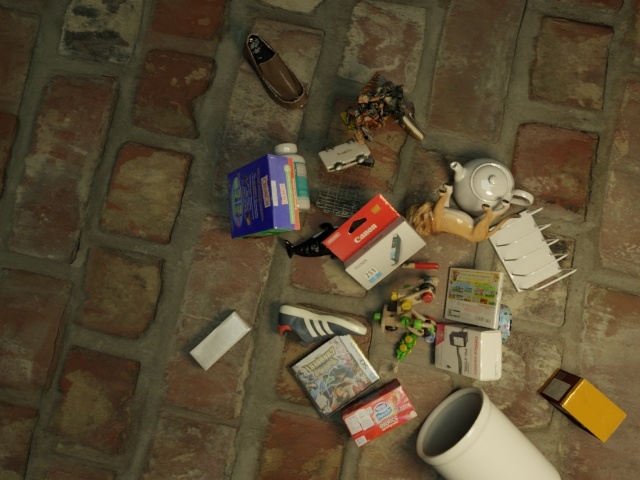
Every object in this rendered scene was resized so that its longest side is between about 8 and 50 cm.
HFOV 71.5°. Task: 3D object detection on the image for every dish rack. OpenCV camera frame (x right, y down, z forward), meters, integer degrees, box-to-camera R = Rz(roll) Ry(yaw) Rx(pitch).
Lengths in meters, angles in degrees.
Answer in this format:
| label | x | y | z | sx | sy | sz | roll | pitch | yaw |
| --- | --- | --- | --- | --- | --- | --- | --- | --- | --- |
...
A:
| label | x | y | z | sx | sy | sz | roll | pitch | yaw |
| --- | --- | --- | --- | --- | --- | --- | --- | --- | --- |
| dish rack | 0.097 | -0.231 | 1.795 | 0.208 | 0.074 | 0.271 | 13 | 88 | 3 |

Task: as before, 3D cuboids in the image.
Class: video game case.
| label | x | y | z | sx | sy | sz | roll | pitch | yaw |
| --- | --- | --- | --- | --- | --- | --- | --- | --- | --- |
| video game case | 0.059 | 0.524 | 1.756 | 0.275 | 0.035 | 0.248 | -35 | 86 | -1 |
| video game case | 0.579 | 0.213 | 1.688 | 0.026 | 0.227 | 0.206 | 10 | 85 | -34 |

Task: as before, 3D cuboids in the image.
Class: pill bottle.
| label | x | y | z | sx | sy | sz | roll | pitch | yaw |
| --- | --- | --- | --- | --- | --- | --- | --- | --- | --- |
| pill bottle | -0.125 | -0.244 | 1.761 | 0.146 | 0.146 | 0.264 | -7 | 85 | 1 |

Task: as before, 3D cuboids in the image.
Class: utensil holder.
| label | x | y | z | sx | sy | sz | roll | pitch | yaw |
| --- | --- | --- | --- | --- | --- | --- | --- | --- | --- |
| utensil holder | 0.595 | 0.778 | 1.588 | 0.385 | 0.327 | 0.327 | 44 | 88 | 1 |

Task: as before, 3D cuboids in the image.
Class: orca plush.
| label | x | y | z | sx | sy | sz | roll | pitch | yaw |
| --- | --- | --- | --- | --- | --- | --- | --- | --- | --- |
| orca plush | 0.000 | 0.000 | 1.762 | 0.287 | 0.102 | 0.151 | -1 | 86 | 1 |

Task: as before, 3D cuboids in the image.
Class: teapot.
| label | x | y | z | sx | sy | sz | roll | pitch | yaw |
| --- | --- | --- | --- | --- | --- | --- | --- | --- | --- |
| teapot | 0.648 | -0.211 | 1.720 | 0.256 | 0.187 | 0.252 | -20 | 86 | -1 |

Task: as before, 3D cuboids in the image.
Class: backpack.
| label | x | y | z | sx | sy | sz | roll | pitch | yaw |
| --- | --- | --- | --- | --- | --- | --- | --- | --- | --- |
| backpack | 0.651 | 0.309 | 1.689 | 0.117 | 0.173 | 0.158 | 9 | 87 | 2 |

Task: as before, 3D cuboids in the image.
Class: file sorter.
| label | x | y | z | sx | sy | sz | roll | pitch | yaw |
| --- | --- | --- | --- | --- | --- | --- | --- | --- | --- |
| file sorter | 0.809 | 0.037 | 1.706 | 0.193 | 0.173 | 0.277 | -27 | 86 | 0 |

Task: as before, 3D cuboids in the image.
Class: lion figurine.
| label | x | y | z | sx | sy | sz | roll | pitch | yaw |
| --- | --- | --- | --- | --- | --- | --- | --- | --- | --- |
| lion figurine | 0.518 | -0.073 | 1.679 | 0.392 | 0.142 | 0.240 | 23 | 128 | 16 |

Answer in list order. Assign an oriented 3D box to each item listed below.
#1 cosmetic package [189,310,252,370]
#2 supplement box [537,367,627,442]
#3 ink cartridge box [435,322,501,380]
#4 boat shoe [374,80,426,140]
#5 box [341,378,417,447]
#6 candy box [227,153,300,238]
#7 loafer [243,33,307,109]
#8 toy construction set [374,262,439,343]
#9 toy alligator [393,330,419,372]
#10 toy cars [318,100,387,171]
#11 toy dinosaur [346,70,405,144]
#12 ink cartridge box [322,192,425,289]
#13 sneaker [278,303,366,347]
| label | x | y | z | sx | sy | sz | roll | pitch | yaw |
| --- | --- | --- | --- | --- | --- | --- | --- | --- | --- |
| cosmetic package | -0.392 | 0.395 | 1.763 | 0.239 | 0.060 | 0.099 | -42 | 84 | -2 |
| supplement box | 0.962 | 0.603 | 1.649 | 0.191 | 0.194 | 0.129 | 41 | 88 | 4 |
| ink cartridge box | 0.541 | 0.405 | 1.645 | 0.100 | 0.237 | 0.171 | 4 | 85 | -27 |
| boat shoe | 0.336 | -0.528 | 1.794 | 0.092 | 0.103 | 0.285 | -40 | 80 | 3 |
| box | 0.221 | 0.655 | 1.699 | 0.257 | 0.122 | 0.128 | -28 | 86 | -1 |
| candy box | -0.223 | -0.152 | 1.676 | 0.122 | 0.317 | 0.268 | -2 | 85 | -38 |
| loafer | -0.196 | -0.685 | 1.802 | 0.134 | 0.130 | 0.366 | -42 | 86 | -2 |
| toy construction set | 0.323 | 0.227 | 1.698 | 0.237 | 0.257 | 0.308 | 1 | 58 | 19 |
| toy alligator | 0.324 | 0.428 | 1.751 | 0.051 | 0.056 | 0.189 | 31 | 86 | 43 |
| toy cars | 0.132 | -0.403 | 1.755 | 0.177 | 0.087 | 0.393 | 24 | 67 | 8 |
| toy dinosaur | 0.207 | -0.515 | 1.688 | 0.218 | 0.164 | 0.321 | 1 | 87 | 15 |
| ink cartridge box | 0.202 | 0.012 | 1.686 | 0.296 | 0.066 | 0.261 | -41 | 113 | 15 |
| sneaker | 0.000 | 0.352 | 1.723 | 0.350 | 0.131 | 0.148 | 10 | 87 | 16 |
